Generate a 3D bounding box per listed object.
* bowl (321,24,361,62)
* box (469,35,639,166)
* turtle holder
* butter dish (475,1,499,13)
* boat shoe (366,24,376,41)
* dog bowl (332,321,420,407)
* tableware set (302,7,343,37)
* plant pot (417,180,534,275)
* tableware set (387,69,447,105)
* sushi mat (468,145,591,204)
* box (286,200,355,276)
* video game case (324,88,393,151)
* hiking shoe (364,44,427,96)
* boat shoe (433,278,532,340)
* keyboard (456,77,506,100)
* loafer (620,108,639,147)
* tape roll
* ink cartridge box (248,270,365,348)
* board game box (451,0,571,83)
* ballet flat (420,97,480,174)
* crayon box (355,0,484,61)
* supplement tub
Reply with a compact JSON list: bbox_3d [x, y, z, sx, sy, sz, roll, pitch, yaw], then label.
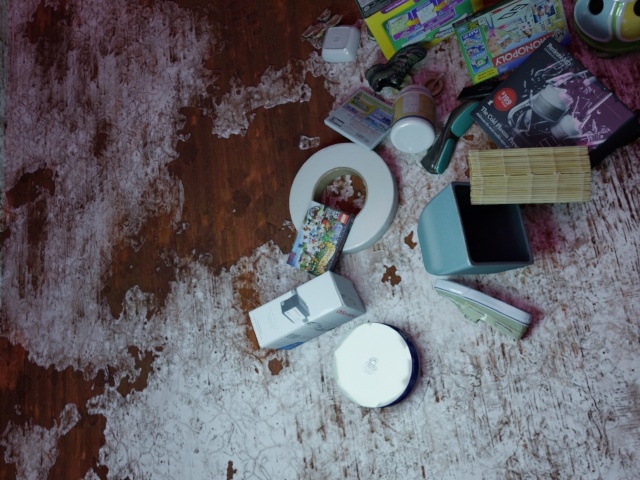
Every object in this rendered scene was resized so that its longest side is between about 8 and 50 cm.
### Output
[{"bbox_3d":[0.070,-0.741,2.148,0.142,0.053,0.142,9,81,26],"label":"bowl"},{"bbox_3d":[0.680,-0.351,1.689,0.312,0.179,0.343,-45,64,23],"label":"box"},{"bbox_3d":[0.881,-0.667,1.684,0.243,0.227,0.320,-14,73,19],"label":"turtle holder"},{"bbox_3d":[0.595,-0.707,1.878,0.160,0.160,0.118,-6,99,22],"label":"butter dish"},{"bbox_3d":[0.218,-0.860,2.087,0.095,0.095,0.257,3,79,24],"label":"boat shoe"},{"bbox_3d":[0.175,0.390,1.812,0.265,0.104,0.265,-5,76,22],"label":"dog bowl"},{"bbox_3d":[0.005,-0.815,2.177,0.141,0.020,0.168,-43,36,0],"label":"tableware set"},{"bbox_3d":[0.426,-0.007,1.708,0.252,0.248,0.247,-37,58,56],"label":"plant pot"},{"bbox_3d":[0.333,-0.538,1.994,0.194,0.039,0.128,11,82,25],"label":"tableware set"},{"bbox_3d":[0.565,-0.176,1.562,0.316,0.019,0.151,-1,88,7],"label":"sushi mat"},{"bbox_3d":[0.000,0.000,1.933,0.159,0.044,0.233,21,88,26],"label":"box"},{"bbox_3d":[0.154,-0.423,2.015,0.212,0.023,0.193,37,70,26],"label":"video game case"},{"bbox_3d":[0.271,-0.578,1.985,0.227,0.086,0.114,-26,66,18],"label":"hiking shoe"},{"bbox_3d":[0.474,0.203,1.728,0.302,0.109,0.094,23,90,23],"label":"boat shoe"},{"bbox_3d":[0.541,-0.493,1.873,0.180,0.023,0.108,-1,40,38],"label":"keyboard"},{"bbox_3d":[0.940,-0.356,1.668,0.220,0.080,0.078,-29,69,15],"label":"loafer"},{"bbox_3d":[0.078,-0.147,1.997,0.392,0.072,0.392,-5,76,23],"label":"tape roll"},{"bbox_3d":[-0.039,0.234,1.874,0.307,0.223,0.129,-28,68,15],"label":"ink cartridge box"},{"bbox_3d":[0.602,-0.653,1.817,0.317,0.213,0.046,-21,36,18],"label":"board game box"},{"bbox_3d":[0.414,-0.351,1.891,0.096,0.095,0.280,33,92,38],"label":"ballet flat"},{"bbox_3d":[0.336,-0.765,1.893,0.363,0.313,0.106,-26,69,16],"label":"crayon box"},{"bbox_3d":[0.305,-0.399,1.888,0.144,0.144,0.199,-8,49,22],"label":"supplement tub"}]
